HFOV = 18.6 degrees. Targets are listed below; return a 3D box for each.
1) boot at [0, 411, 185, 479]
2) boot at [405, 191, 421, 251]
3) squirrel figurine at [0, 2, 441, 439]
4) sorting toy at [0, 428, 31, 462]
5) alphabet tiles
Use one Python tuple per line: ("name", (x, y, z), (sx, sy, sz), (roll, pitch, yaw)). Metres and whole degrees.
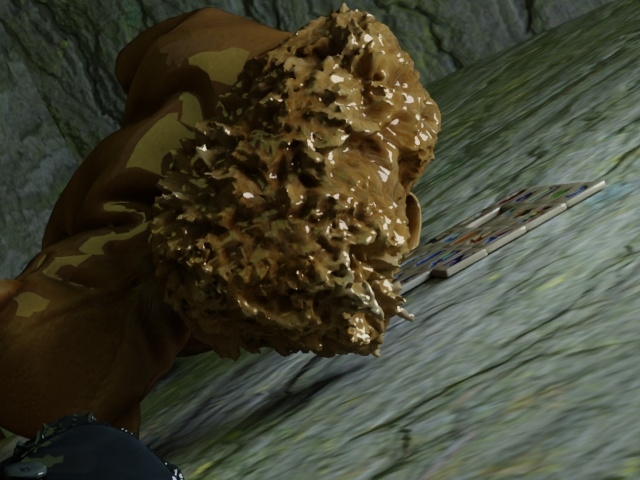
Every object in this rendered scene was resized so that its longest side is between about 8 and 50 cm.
("boot", (-0.149, 0.169, 1.084), (0.207, 0.094, 0.246), (-17, 16, -40))
("boot", (0.000, -0.001, 1.893), (0.211, 0.104, 0.295), (-21, 13, 14))
("squirrel figurine", (-0.099, -0.002, 1.499), (0.370, 0.281, 0.397), (-42, 13, -35))
("sorting toy", (-0.310, 0.212, 1.723), (0.229, 0.041, 0.307), (-30, 5, 24))
("alphabet tiles", (0.111, 0.010, 1.683), (0.237, 0.009, 0.198), (-30, 7, -13))
